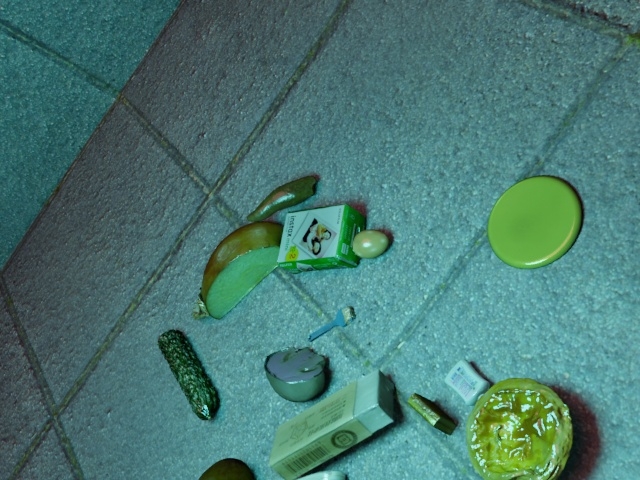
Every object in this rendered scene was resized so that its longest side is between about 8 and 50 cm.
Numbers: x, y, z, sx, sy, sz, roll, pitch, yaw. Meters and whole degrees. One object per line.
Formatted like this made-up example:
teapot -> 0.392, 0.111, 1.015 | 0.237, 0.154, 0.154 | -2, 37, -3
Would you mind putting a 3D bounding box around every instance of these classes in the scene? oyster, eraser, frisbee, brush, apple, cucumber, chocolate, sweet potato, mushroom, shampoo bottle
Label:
oyster -> -0.385, 0.200, 2.340 | 0.146, 0.045, 0.121 | 132, 138, -61
eraser -> 0.027, 0.453, 1.804 | 0.343, 0.078, 0.144 | -35, 20, 23
frisbee -> 0.493, -0.046, 1.716 | 0.236, 0.017, 0.235 | -19, 58, 35
brush -> 0.027, 0.231, 1.998 | 0.164, 0.014, 0.051 | -36, 48, 25
apple -> -0.250, 0.075, 2.247 | 0.179, 0.254, 0.346 | 46, 109, 0
cucumber -> -0.391, 0.410, 2.231 | 0.096, 0.096, 0.359 | -52, 47, 9
chocolate -> -0.248, 0.653, 1.933 | 0.177, 0.177, 0.176 | -20, 57, 34
sweet potato -> -0.116, -0.124, 2.214 | 0.244, 0.077, 0.077 | -27, 49, -1
mushroom -> -0.066, 0.362, 1.947 | 0.188, 0.141, 0.117 | 25, 121, 47
shampoo bottle -> 0.334, 0.323, 1.655 | 0.072, 0.043, 0.099 | -53, 45, 8

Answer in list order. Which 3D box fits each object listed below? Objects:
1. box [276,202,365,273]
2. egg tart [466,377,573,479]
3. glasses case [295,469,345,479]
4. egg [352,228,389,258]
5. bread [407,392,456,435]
box -> 0.000, 0.000, 2.075 | 0.250, 0.103, 0.180 | -7, 65, 39
egg tart -> 0.410, 0.402, 1.504 | 0.241, 0.106, 0.241 | -23, 53, 34
glasses case -> -0.029, 0.608, 1.812 | 0.204, 0.081, 0.051 | -29, 55, 26
egg -> 0.136, 0.009, 1.965 | 0.096, 0.080, 0.080 | 0, 69, 33
bread -> 0.252, 0.391, 1.662 | 0.035, 0.090, 0.094 | -52, 45, 2
